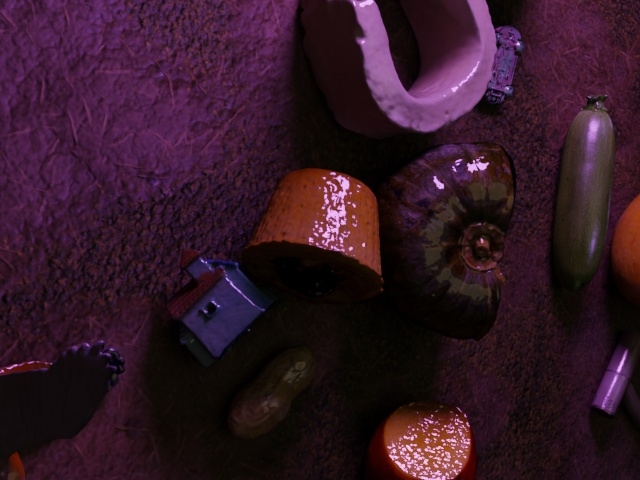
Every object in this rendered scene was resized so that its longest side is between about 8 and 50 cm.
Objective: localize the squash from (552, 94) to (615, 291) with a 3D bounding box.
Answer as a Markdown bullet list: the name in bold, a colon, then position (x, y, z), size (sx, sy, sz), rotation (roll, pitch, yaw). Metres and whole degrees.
- **squash**: position (0.519, -0.096, 1.581), size (0.107, 0.107, 0.395), rotation (11, 86, -34)

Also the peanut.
- **peanut**: position (-0.069, 0.226, 1.200), size (0.174, 0.080, 0.080), rotation (-47, 115, -23)

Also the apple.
- **apple**: position (0.745, 0.023, 1.623), size (0.299, 0.299, 0.275), rotation (20, 90, -33)

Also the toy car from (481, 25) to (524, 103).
- **toy car**: position (0.325, -0.323, 1.476), size (0.069, 0.055, 0.142), rotation (6, 101, -33)

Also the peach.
- **peach**: position (0.167, 0.358, 1.301), size (0.190, 0.190, 0.193), rotation (16, 96, -33)

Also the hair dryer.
- **hair dryer**: position (0.684, 0.330, 1.732), size (0.220, 0.053, 0.195), rotation (42, 68, -28)

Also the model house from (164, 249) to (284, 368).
- **model house**: position (-0.154, 0.081, 1.138), size (0.148, 0.119, 0.149), rotation (-42, 89, -2)

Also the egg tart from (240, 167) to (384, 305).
- **egg tart**: position (0.000, 0.000, 1.176), size (0.215, 0.215, 0.171), rotation (28, 64, -31)

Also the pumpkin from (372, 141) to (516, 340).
- **pumpkin**: position (0.173, -0.011, 1.311), size (0.232, 0.242, 0.325), rotation (9, 90, -5)

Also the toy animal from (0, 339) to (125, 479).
- **toy animal**: position (-0.412, 0.161, 0.943), size (0.284, 0.225, 0.302), rotation (42, 79, -7)

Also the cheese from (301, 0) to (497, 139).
- **cheese**: position (0.122, -0.337, 1.276), size (0.292, 0.153, 0.332), rotation (-35, 108, -29)
